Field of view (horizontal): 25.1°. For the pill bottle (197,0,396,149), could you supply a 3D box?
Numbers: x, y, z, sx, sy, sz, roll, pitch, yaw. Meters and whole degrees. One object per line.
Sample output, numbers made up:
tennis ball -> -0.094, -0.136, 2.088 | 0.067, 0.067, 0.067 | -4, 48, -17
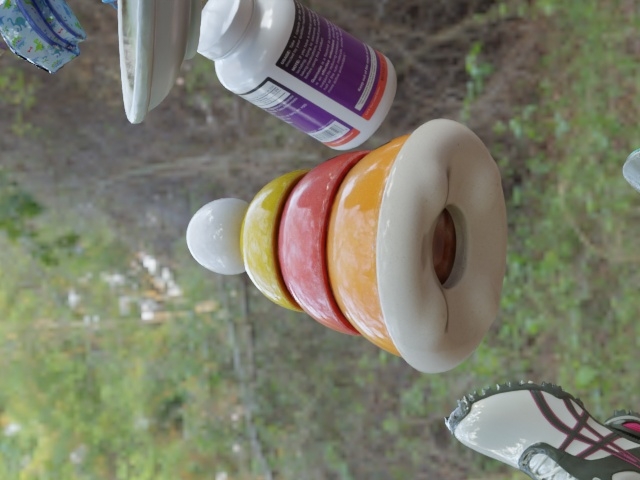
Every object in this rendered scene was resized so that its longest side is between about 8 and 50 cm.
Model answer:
pill bottle -> -0.043, -0.289, 2.348 | 0.323, 0.181, 0.181 | 28, -136, -32

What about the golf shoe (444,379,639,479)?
golf shoe -> 0.271, 0.236, 1.580 | 0.120, 0.273, 0.105 | -89, 18, -47

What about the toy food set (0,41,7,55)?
toy food set -> -0.262, -0.130, 1.016 | 0.122, 0.078, 0.019 | 115, 164, -49

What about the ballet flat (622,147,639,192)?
ballet flat -> 0.399, -0.034, 1.434 | 0.072, 0.213, 0.068 | -53, 27, 38

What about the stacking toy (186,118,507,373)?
stacking toy -> 0.000, 0.000, 2.075 | 0.350, 0.480, 0.350 | -8, -81, -59

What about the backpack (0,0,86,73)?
backpack -> -0.375, -0.289, 1.910 | 0.105, 0.084, 0.114 | 58, -165, 17

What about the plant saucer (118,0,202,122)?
plant saucer -> -0.231, -0.370, 2.071 | 0.400, 0.100, 0.400 | 179, 90, -78

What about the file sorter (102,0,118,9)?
file sorter -> -0.305, -0.477, 2.397 | 0.104, 0.118, 0.170 | 37, -138, -76
